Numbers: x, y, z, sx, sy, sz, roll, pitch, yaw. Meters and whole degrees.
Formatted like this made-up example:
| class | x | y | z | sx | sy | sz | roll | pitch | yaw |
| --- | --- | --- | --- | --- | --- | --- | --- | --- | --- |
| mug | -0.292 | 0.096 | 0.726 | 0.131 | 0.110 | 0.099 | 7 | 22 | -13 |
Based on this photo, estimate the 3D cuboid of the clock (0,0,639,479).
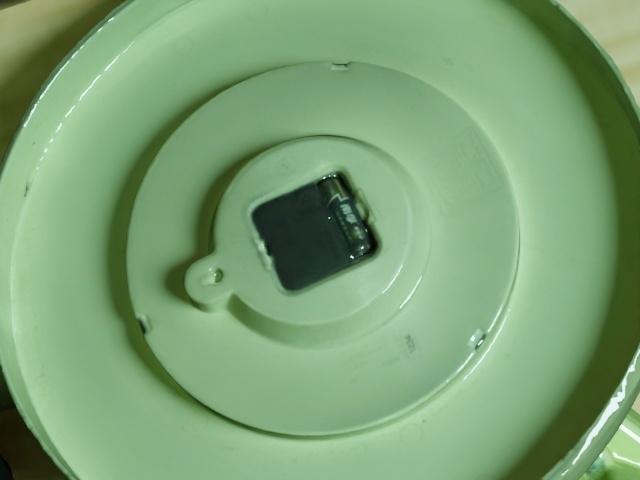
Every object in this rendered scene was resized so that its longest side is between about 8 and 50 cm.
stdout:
| class | x | y | z | sx | sy | sz | roll | pitch | yaw |
| --- | --- | --- | --- | --- | --- | --- | --- | --- | --- |
| clock | 0.000 | 0.000 | 0.579 | 0.235 | 0.029 | 0.235 | -4 | 69 | 11 |

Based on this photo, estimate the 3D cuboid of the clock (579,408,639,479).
| class | x | y | z | sx | sy | sz | roll | pitch | yaw |
| --- | --- | --- | --- | --- | --- | --- | --- | --- | --- |
| clock | 0.088 | 0.181 | 0.648 | 0.308 | 0.096 | 0.235 | 30 | 101 | -6 |

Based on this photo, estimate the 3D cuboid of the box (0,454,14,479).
| class | x | y | z | sx | sy | sz | roll | pitch | yaw |
| --- | --- | --- | --- | --- | --- | --- | --- | --- | --- |
| box | -0.308 | 0.160 | 0.631 | 0.350 | 0.091 | 0.359 | 22 | 115 | -2 |

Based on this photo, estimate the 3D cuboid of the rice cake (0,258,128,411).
| class | x | y | z | sx | sy | sz | roll | pitch | yaw |
| --- | --- | --- | --- | --- | --- | --- | --- | --- | --- |
| rice cake | -0.125 | 0.037 | 0.644 | 0.256 | 0.052 | 0.057 | -15 | 105 | 5 |
